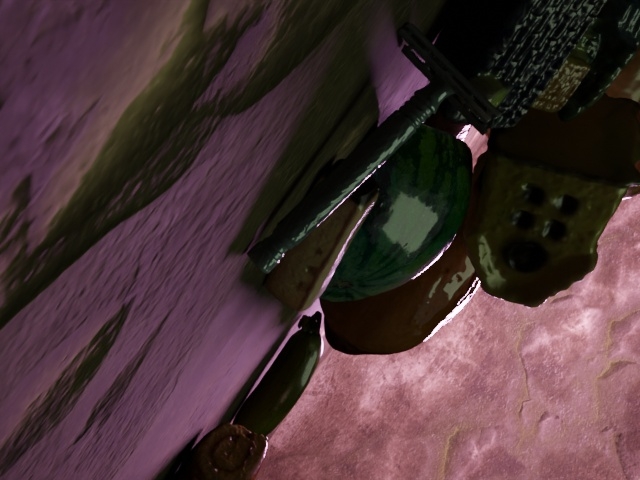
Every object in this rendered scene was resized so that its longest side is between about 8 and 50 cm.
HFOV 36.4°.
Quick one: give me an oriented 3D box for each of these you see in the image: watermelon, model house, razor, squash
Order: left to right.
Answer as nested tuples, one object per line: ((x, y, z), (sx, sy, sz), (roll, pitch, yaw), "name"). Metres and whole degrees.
((-0.072, 0.248, 1.575), (0.319, 0.071, 0.080), (-58, 173, 28), "squash")
((0.029, -0.062, 0.809), (0.232, 0.106, 0.068), (-43, 173, 4), "razor")
((0.065, -0.028, 1.018), (0.231, 0.128, 0.146), (-60, 161, -2), "watermelon")
((0.261, -0.048, 1.134), (0.193, 0.174, 0.234), (-72, 170, -49), "model house")
((0.215, -0.204, 0.933), (0.211, 0.170, 0.194), (-44, 170, -51), "model house")

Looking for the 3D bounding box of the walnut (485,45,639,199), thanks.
((0.412, -0.238, 1.392), (0.384, 0.383, 0.383), (-53, 173, -10), "walnut")

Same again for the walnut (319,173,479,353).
((0.121, 0.026, 1.293), (0.298, 0.203, 0.203), (-51, 175, 30), "walnut")

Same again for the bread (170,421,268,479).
((-0.158, 0.349, 1.372), (0.172, 0.103, 0.132), (-58, 178, 31), "bread")

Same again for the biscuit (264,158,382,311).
((0.000, 0.000, 0.942), (0.052, 0.056, 0.188), (-49, 172, -41), "biscuit")

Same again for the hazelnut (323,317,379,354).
((0.085, 0.104, 1.512), (0.204, 0.178, 0.178), (-26, -163, 49), "hazelnut")

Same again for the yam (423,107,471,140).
((0.173, -0.174, 1.211), (0.066, 0.066, 0.300), (-50, 172, -26), "yam")
